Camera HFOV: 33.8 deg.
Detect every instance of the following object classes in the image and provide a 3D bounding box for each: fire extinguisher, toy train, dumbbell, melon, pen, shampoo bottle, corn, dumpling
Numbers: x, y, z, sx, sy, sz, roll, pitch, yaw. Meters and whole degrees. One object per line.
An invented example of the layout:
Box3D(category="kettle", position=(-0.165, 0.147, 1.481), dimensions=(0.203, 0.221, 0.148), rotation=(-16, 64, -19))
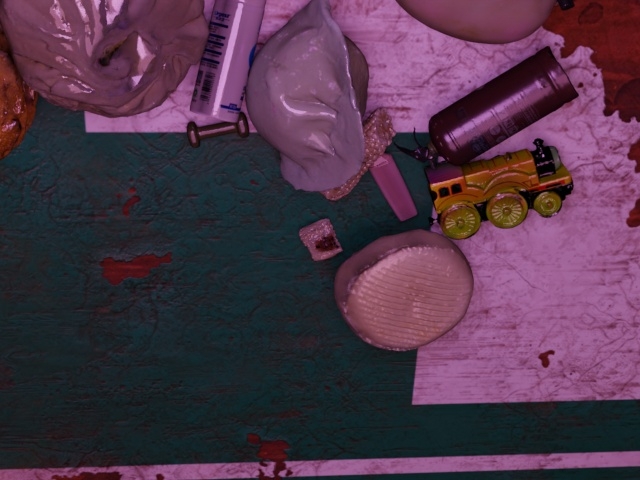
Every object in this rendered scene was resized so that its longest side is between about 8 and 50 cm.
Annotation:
Box3D(category="fire extinguisher", position=(0.309, -0.238, 1.995), dimensions=(0.337, 0.114, 0.135), rotation=(-32, 134, 13))
Box3D(category="toy train", position=(0.352, -0.106, 2.090), dimensions=(0.296, 0.100, 0.160), rotation=(-15, 119, 3))
Box3D(category="dumbbell", position=(-0.195, -0.211, 2.004), dimensions=(0.118, 0.046, 0.052), rotation=(-12, 115, 1))
Box3D(category="melon", position=(0.262, -0.456, 1.802), dimensions=(0.317, 0.223, 0.223), rotation=(14, 118, -11))
Box3D(category="pen", position=(0.136, -0.122, 2.099), dimensions=(0.053, 0.032, 0.197), rotation=(-23, 123, 10))
Box3D(category="shampoo bottle", position=(-0.154, -0.365, 1.859), dimensions=(0.092, 0.092, 0.303), rotation=(13, 98, -13))
Box3D(category="corn", position=(0.068, -0.160, 2.021), dimensions=(0.087, 0.087, 0.211), rotation=(35, 123, -23))
Box3D(category="dumpling", position=(0.000, -0.267, 1.910), dimensions=(0.270, 0.211, 0.320), rotation=(7, 143, 33))

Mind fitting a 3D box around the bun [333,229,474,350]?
Box3D(category="bun", position=(0.169, 0.090, 2.161), dimensions=(0.288, 0.146, 0.287), rotation=(-4, 121, -7))

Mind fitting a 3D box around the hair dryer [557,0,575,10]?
Box3D(category="hair dryer", position=(0.389, -0.501, 1.720), dimensions=(0.320, 0.156, 0.284), rotation=(-15, 87, -25))

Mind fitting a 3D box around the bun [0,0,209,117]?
Box3D(category="bun", position=(-0.353, -0.357, 1.757), dimensions=(0.360, 0.211, 0.359), rotation=(-18, 126, -27))

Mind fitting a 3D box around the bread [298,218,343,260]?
Box3D(category="bread", position=(0.000, 0.000, 2.155), dimensions=(0.070, 0.035, 0.083), rotation=(-20, 123, 8))

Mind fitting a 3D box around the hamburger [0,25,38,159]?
Box3D(category="hamburger", position=(-0.650, -0.271, 1.851), dimensions=(0.314, 0.170, 0.289), rotation=(-6, 124, -6))
